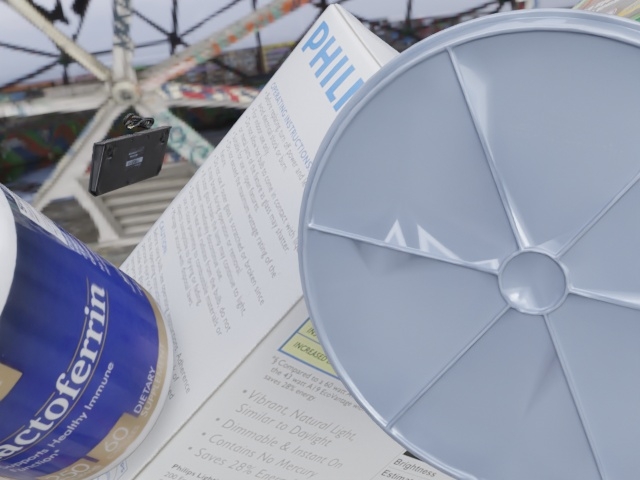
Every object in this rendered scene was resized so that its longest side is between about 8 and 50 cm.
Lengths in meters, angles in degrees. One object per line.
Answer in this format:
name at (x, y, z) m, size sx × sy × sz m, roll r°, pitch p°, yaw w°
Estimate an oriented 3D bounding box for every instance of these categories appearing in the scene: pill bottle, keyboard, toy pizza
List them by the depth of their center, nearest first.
toy pizza at (0.087, 0.011, 0.349) m, size 0.201 × 0.201 × 0.032 m, roll -2°, pitch 16°, yaw 24°
pill bottle at (-0.206, 0.043, 0.497) m, size 0.153 × 0.153 × 0.265 m, roll -3°, pitch -24°, yaw 20°
keyboard at (-0.264, -0.129, 1.236) m, size 0.023 × 0.108 × 0.180 m, roll 22°, pitch 21°, yaw 13°

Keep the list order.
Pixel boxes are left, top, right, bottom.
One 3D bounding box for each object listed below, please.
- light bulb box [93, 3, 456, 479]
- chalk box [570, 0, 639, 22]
light bulb box at (0.051, 0.073, 0.733) m, size 0.358 × 0.361 × 0.225 m, roll 28°, pitch 24°, yaw -36°
chalk box at (0.198, -0.080, 0.486) m, size 0.213 × 0.132 × 0.132 m, roll -45°, pitch 14°, yaw -30°
